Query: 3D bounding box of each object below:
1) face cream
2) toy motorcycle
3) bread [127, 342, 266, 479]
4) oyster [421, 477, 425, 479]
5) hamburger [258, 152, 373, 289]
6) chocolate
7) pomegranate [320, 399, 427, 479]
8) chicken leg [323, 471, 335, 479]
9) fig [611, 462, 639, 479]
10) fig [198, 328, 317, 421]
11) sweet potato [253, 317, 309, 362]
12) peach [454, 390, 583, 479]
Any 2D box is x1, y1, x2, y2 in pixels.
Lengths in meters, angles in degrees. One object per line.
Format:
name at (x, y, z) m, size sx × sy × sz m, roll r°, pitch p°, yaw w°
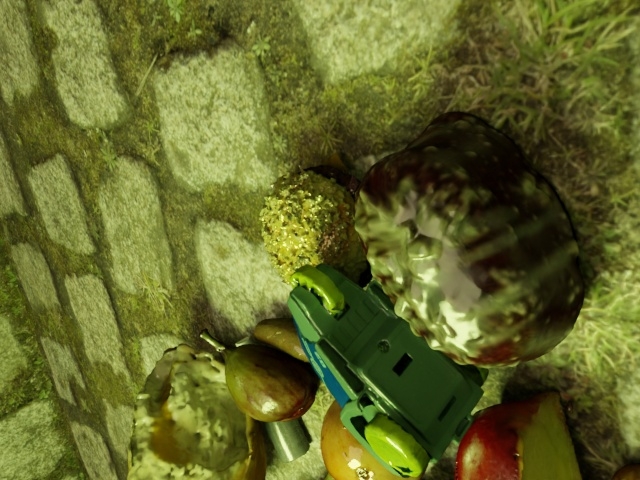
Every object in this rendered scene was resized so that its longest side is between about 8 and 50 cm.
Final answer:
face cream at (-0.114, 0.350, 1.225) m, size 0.073 × 0.073 × 0.284 m, roll -28°, pitch 88°, yaw 47°
toy motorcycle at (0.069, 0.177, 0.833) m, size 0.326 × 0.191 × 0.200 m, roll 44°, pitch 154°, yaw 6°
bread at (-0.244, 0.472, 1.241) m, size 0.394 × 0.250 × 0.361 m, roll 80°, pitch -178°, yaw -48°
oyster at (0.211, 0.474, 0.842) m, size 0.221 × 0.096 × 0.361 m, roll 44°, pitch 169°, yaw -32°
hamburger at (0.000, 0.000, 0.914) m, size 0.262 × 0.138 × 0.243 m, roll 52°, pitch 135°, yaw 14°
chocolate at (0.173, 0.012, 0.704) m, size 0.225 × 0.210 × 0.340 m, roll -33°, pitch 84°, yaw 44°
pomegranate at (0.094, 0.342, 0.946) m, size 0.191 × 0.191 × 0.191 m, roll 20°, pitch 120°, yaw 37°
chicken leg at (0.000, 0.570, 1.163) m, size 0.152 × 0.201 × 0.429 m, roll 32°, pitch 122°, yaw 10°
fig at (0.418, 0.359, 0.677) m, size 0.119 × 0.153 × 0.119 m, roll 17°, pitch 143°, yaw 13°
fig at (-0.140, 0.268, 1.126) m, size 0.274 × 0.170 × 0.146 m, roll 32°, pitch 84°, yaw 14°
sweet potato at (-0.027, 0.199, 1.083) m, size 0.243 × 0.077 × 0.077 m, roll 12°, pitch 116°, yaw 33°
peach at (0.274, 0.361, 0.763) m, size 0.154 × 0.158 × 0.268 m, roll -31°, pitch 70°, yaw 55°
